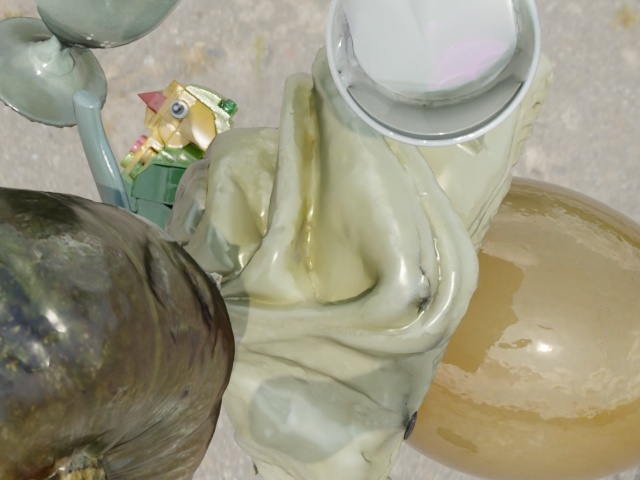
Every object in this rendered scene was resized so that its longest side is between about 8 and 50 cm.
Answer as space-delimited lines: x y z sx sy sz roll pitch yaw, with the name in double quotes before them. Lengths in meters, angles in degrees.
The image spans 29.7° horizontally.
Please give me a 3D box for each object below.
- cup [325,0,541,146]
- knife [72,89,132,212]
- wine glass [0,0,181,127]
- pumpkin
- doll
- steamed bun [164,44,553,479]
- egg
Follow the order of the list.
"cup" 0.030 -0.092 0.464 0.074 0.116 0.104 -41 101 11
"knife" -0.110 0.010 0.727 0.028 0.210 0.015 0 23 45
"wine glass" -0.126 -0.159 0.710 0.093 0.202 0.092 19 50 -24
"pumpkin" -0.156 0.098 0.609 0.189 0.260 0.260 33 65 32
"doll" -0.144 -0.075 1.275 0.134 0.106 0.186 9 100 1
"steamed bun" 0.000 0.000 0.909 0.238 0.346 0.393 22 91 6
"egg" 0.200 0.092 1.194 0.374 0.301 0.301 22 63 17
